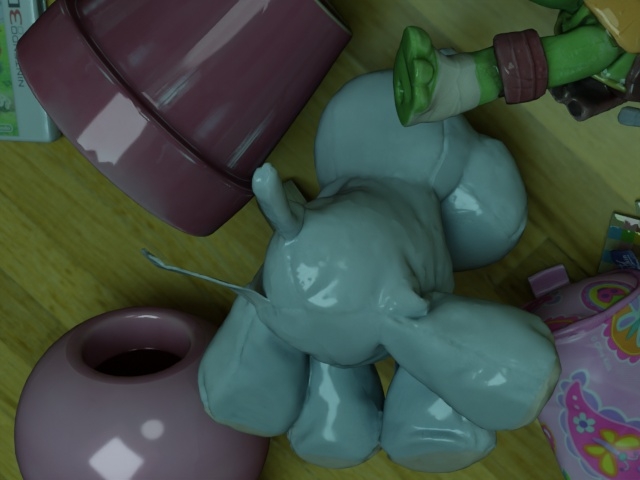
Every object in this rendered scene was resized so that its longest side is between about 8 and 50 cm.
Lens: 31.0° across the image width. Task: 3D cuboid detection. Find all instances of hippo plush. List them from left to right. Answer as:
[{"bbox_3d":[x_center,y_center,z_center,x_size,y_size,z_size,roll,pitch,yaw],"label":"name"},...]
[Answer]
[{"bbox_3d":[0.024,0.004,0.810,0.294,0.236,0.234,36,135,-24],"label":"hippo plush"}]

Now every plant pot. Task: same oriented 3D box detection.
[{"bbox_3d":[-0.084,-0.133,0.829,0.180,0.201,0.201,-42,93,10],"label":"plant pot"}]

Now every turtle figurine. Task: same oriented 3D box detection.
[{"bbox_3d":[0.179,-0.149,0.658,0.266,0.274,0.197,-4,109,-7],"label":"turtle figurine"}]

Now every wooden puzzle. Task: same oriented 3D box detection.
[{"bbox_3d":[0.239,0.008,0.869,0.049,0.006,0.083,15,114,13],"label":"wooden puzzle"}]

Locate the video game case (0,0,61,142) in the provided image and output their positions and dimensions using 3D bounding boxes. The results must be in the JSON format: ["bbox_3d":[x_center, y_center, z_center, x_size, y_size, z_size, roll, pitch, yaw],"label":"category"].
[{"bbox_3d":[-0.327,-0.181,0.972,0.212,0.023,0.193,4,111,17],"label":"video game case"}]

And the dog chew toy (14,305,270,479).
[{"bbox_3d":[-0.142,0.224,0.976,0.207,0.206,0.331,8,120,15],"label":"dog chew toy"}]

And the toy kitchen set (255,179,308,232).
[{"bbox_3d":[0.000,0.000,0.936,0.068,0.075,0.083,-26,142,-11],"label":"toy kitchen set"}]

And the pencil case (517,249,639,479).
[{"bbox_3d":[0.236,0.156,0.868,0.124,0.124,0.284,-22,102,24],"label":"pencil case"}]
